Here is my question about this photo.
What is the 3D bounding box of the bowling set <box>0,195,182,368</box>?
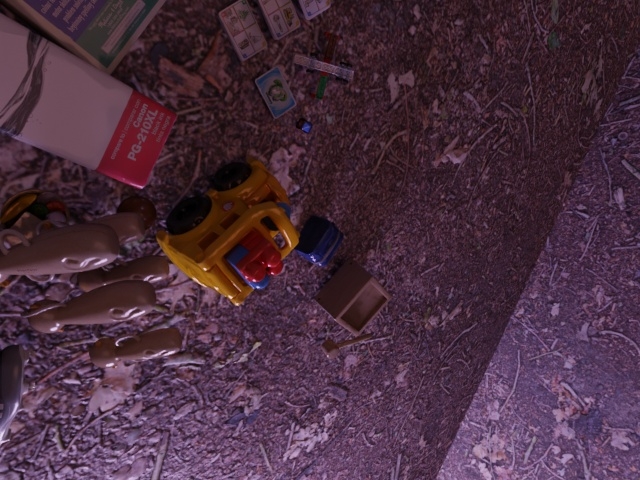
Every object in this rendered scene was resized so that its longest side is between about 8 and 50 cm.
[{"bbox_3d":[-0.303,0.037,0.575,0.154,0.199,0.287,-11,135,-4],"label":"bowling set"}]

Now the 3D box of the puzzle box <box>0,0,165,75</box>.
[{"bbox_3d":[-0.247,-0.433,0.460,0.272,0.052,0.408,39,81,-45],"label":"puzzle box"}]

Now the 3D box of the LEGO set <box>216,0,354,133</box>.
[{"bbox_3d":[-0.044,-0.314,0.719,0.182,0.060,0.244,-37,129,-9],"label":"LEGO set"}]

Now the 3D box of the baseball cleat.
[{"bbox_3d":[-0.440,0.212,0.528,0.110,0.072,0.205,8,122,-42],"label":"baseball cleat"}]

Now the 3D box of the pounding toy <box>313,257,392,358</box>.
[{"bbox_3d":[0.061,0.172,0.989,0.206,0.094,0.181,-48,139,-2],"label":"pounding toy"}]

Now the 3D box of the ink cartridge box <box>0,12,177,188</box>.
[{"bbox_3d":[-0.307,-0.159,0.442,0.237,0.172,0.100,25,91,-45],"label":"ink cartridge box"}]

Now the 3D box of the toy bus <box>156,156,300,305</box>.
[{"bbox_3d":[-0.111,-0.011,0.661,0.220,0.211,0.149,-47,131,-19],"label":"toy bus"}]

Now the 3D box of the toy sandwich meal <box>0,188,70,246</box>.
[{"bbox_3d":[-0.372,-0.025,0.545,0.086,0.029,0.085,-19,120,-36],"label":"toy sandwich meal"}]

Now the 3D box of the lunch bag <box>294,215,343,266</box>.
[{"bbox_3d":[0.000,0.000,0.867,0.098,0.067,0.065,-56,135,-10],"label":"lunch bag"}]
